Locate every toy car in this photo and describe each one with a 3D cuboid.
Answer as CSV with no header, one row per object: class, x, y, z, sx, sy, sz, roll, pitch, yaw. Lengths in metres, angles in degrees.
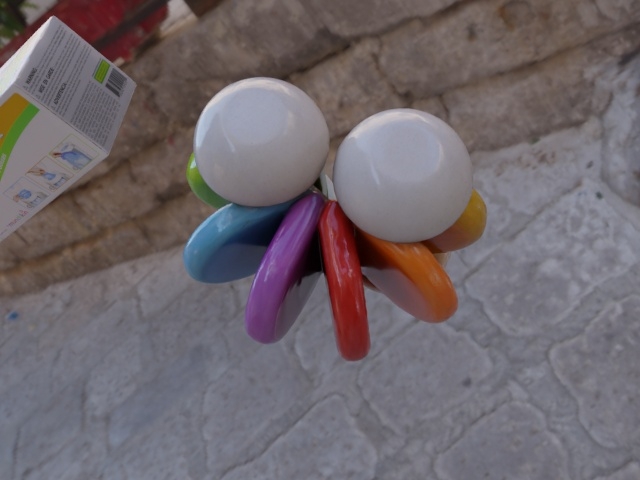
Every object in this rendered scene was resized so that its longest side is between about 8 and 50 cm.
toy car,0.000,0.000,0.497,0.159,0.182,0.136,80,-154,-70

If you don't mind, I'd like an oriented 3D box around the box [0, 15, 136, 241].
box,-0.291,-0.100,0.824,0.203,0.103,0.114,-30,35,33
